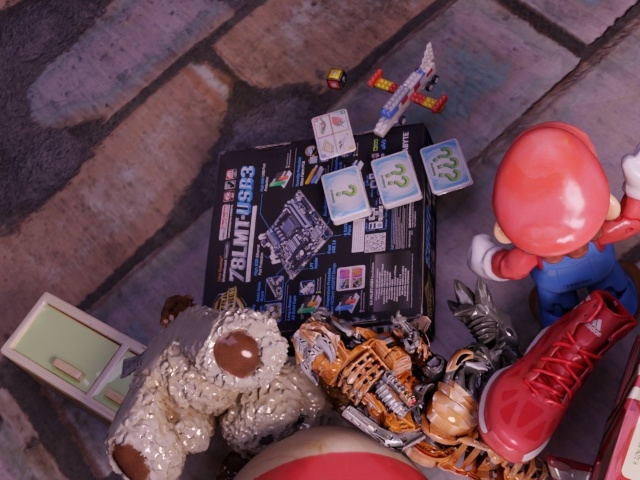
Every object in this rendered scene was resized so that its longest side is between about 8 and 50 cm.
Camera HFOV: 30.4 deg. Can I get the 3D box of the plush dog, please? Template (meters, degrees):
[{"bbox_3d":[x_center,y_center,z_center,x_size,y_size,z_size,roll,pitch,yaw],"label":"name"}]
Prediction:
[{"bbox_3d":[-0.091,0.177,1.352,0.262,0.225,0.210,-47,23,18],"label":"plush dog"}]

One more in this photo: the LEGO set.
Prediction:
[{"bbox_3d":[0.077,-0.150,1.505,0.182,0.060,0.244,-16,53,6],"label":"LEGO set"}]

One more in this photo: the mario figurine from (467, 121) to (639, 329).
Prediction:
[{"bbox_3d":[0.264,-0.026,1.263,0.198,0.320,0.170,-44,54,-10],"label":"mario figurine"}]

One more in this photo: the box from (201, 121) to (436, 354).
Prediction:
[{"bbox_3d":[0.000,0.000,1.513,0.293,0.073,0.296,-8,56,18],"label":"box"}]

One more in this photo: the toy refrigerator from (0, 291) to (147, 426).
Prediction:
[{"bbox_3d":[-0.276,0.169,1.501,0.269,0.094,0.102,24,70,32],"label":"toy refrigerator"}]

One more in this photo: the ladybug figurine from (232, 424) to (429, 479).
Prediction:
[{"bbox_3d":[0.030,0.362,1.147,0.305,0.162,0.449,-2,47,-13],"label":"ladybug figurine"}]

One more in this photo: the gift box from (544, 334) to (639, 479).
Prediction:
[{"bbox_3d":[0.369,0.191,1.114,0.276,0.258,0.255,23,71,16],"label":"gift box"}]

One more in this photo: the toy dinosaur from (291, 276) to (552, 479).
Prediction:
[{"bbox_3d":[0.122,0.174,1.254,0.164,0.322,0.218,-33,9,34],"label":"toy dinosaur"}]

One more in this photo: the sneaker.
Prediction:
[{"bbox_3d":[0.239,0.119,1.178,0.087,0.128,0.221,35,43,5],"label":"sneaker"}]
